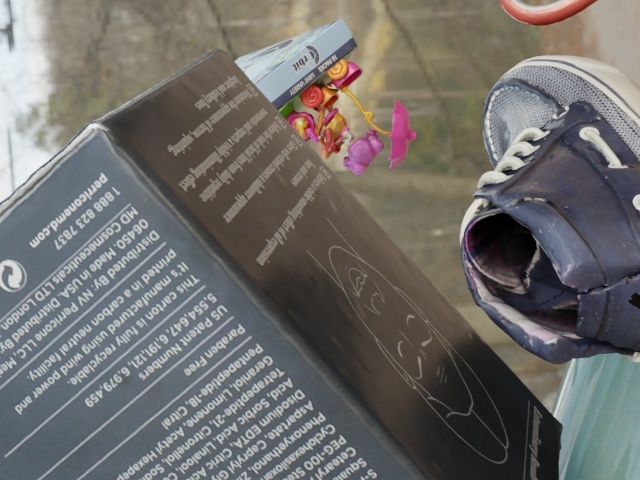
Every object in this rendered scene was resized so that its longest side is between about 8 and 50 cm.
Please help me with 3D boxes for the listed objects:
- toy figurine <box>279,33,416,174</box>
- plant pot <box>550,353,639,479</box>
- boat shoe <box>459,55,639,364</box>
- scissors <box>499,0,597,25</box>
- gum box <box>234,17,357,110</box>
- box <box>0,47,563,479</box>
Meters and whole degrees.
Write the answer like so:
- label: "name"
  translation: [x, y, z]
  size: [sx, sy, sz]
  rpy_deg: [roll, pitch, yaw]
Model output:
- label: "toy figurine"
  translation: [0.039, -0.148, 1.730]
  size: [0.159, 0.173, 0.130]
  rpy_deg: [43, -173, 11]
- label: "plant pot"
  translation: [0.330, 0.207, 1.186]
  size: [0.334, 0.341, 0.341]
  rpy_deg: [-61, -11, -20]
- label: "boat shoe"
  translation: [0.149, -0.035, 0.888]
  size: [0.340, 0.158, 0.127]
  rpy_deg: [-128, 41, -57]
- label: "scissors"
  translation: [0.238, -0.179, 0.801]
  size: [0.021, 0.297, 0.109]
  rpy_deg: [23, -106, -63]
- label: "gum box"
  translation: [-0.072, -0.174, 1.502]
  size: [0.184, 0.157, 0.041]
  rpy_deg: [-10, 115, 49]
- label: "box"
  translation: [-0.041, 0.101, 0.907]
  size: [0.395, 0.212, 0.293]
  rpy_deg: [48, -162, -5]
